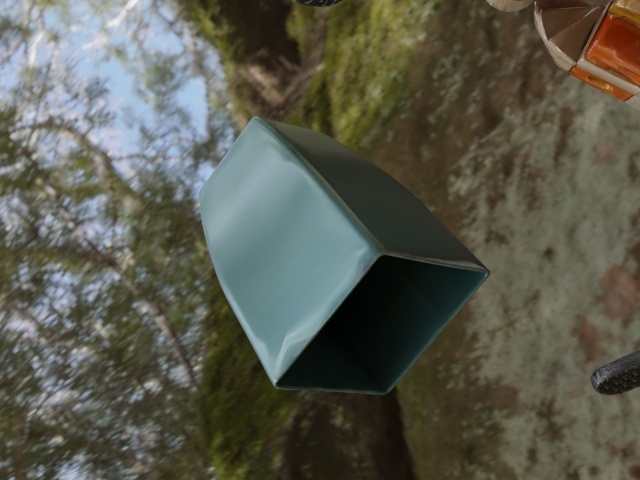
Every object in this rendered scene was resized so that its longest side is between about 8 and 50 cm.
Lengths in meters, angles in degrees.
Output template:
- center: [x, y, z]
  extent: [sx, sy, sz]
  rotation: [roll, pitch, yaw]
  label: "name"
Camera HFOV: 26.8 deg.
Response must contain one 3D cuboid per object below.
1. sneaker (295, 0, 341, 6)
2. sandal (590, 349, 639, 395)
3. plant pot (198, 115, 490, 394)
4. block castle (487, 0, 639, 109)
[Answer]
- center: [0.051, -0.309, 0.954]
  extent: [0.121, 0.300, 0.111]
  rotation: [52, -152, 13]
  label: "sneaker"
- center: [0.293, 0.074, 1.067]
  extent: [0.067, 0.179, 0.040]
  rotation: [27, -135, -48]
  label: "sandal"
- center: [0.000, 0.000, 1.258]
  extent: [0.165, 0.165, 0.234]
  rotation: [10, -144, -49]
  label: "plant pot"
- center: [0.359, -0.223, 1.006]
  extent: [0.453, 0.213, 0.303]
  rotation: [28, -88, 2]
  label: "block castle"
